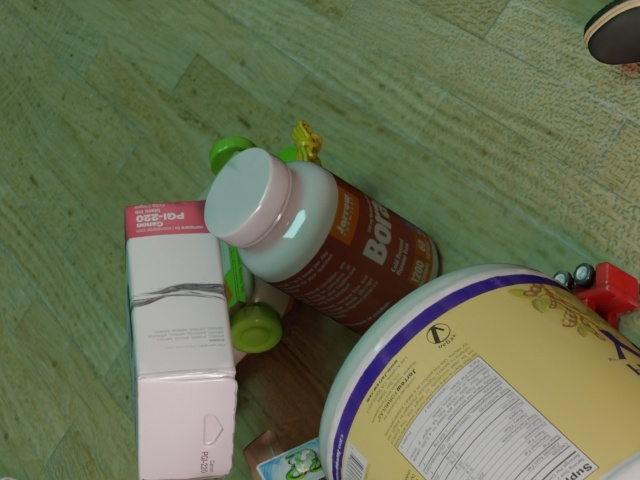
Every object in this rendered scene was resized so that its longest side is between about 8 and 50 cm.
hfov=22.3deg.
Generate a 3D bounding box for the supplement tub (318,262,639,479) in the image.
[{"bbox_3d":[0.176,0.191,1.139,0.241,0.241,0.331,-54,45,7],"label":"supplement tub"}]

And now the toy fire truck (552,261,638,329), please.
[{"bbox_3d":[0.215,0.091,1.349,0.192,0.047,0.135,-22,51,42],"label":"toy fire truck"}]

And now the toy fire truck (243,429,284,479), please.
[{"bbox_3d":[-0.078,0.322,1.481,0.217,0.158,0.246,-20,31,35],"label":"toy fire truck"}]

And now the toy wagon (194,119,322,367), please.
[{"bbox_3d":[-0.086,0.014,1.708,0.344,0.068,0.267,-46,36,34],"label":"toy wagon"}]

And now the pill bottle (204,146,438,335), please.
[{"bbox_3d":[0.000,0.000,1.531,0.121,0.216,0.121,-30,45,35],"label":"pill bottle"}]

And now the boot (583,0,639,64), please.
[{"bbox_3d":[0.305,-0.144,1.394,0.198,0.077,0.137,-11,62,48],"label":"boot"}]

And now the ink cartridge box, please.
[{"bbox_3d":[-0.133,0.093,1.514,0.159,0.092,0.218,96,166,-46],"label":"ink cartridge box"}]

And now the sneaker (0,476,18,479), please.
[{"bbox_3d":[-0.410,0.351,1.897,0.305,0.114,0.152,-3,49,45],"label":"sneaker"}]

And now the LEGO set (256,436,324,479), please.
[{"bbox_3d":[0.035,0.236,1.400,0.244,0.060,0.182,-23,36,-11],"label":"LEGO set"}]
